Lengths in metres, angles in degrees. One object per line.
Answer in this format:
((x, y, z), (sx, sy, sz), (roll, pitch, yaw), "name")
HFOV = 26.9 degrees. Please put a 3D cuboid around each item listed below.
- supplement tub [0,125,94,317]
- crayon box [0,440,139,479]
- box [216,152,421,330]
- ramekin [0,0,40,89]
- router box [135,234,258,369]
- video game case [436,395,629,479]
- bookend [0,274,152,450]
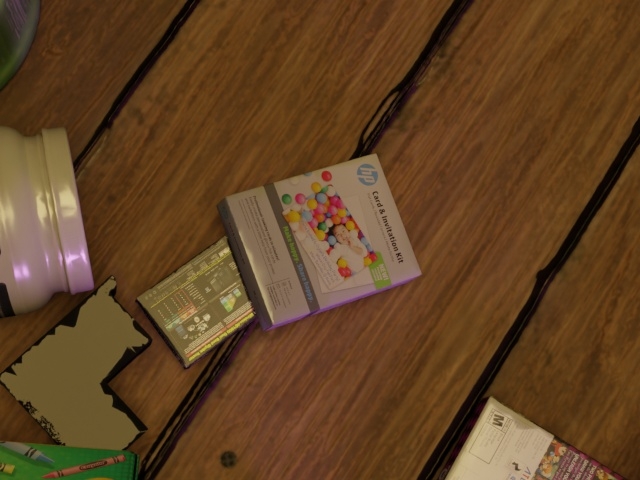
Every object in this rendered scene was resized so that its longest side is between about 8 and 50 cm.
((-0.373, -0.009, 1.324), (0.272, 0.191, 0.191), (-10, 82, -10), "supplement tub")
((-0.321, 0.278, 1.293), (0.278, 0.165, 0.081), (6, 35, -7), "crayon box")
((0.000, 0.000, 1.432), (0.186, 0.038, 0.145), (-17, 82, -26), "box")
((-0.447, -0.277, 1.381), (0.303, 0.148, 0.304), (1, 80, -8), "ramekin")
((-0.121, 0.065, 1.425), (0.122, 0.038, 0.092), (-35, 87, -12), "router box")
((0.210, 0.318, 1.426), (0.210, 0.042, 0.232), (31, 78, -2), "video game case")
((-0.221, 0.147, 1.380), (0.157, 0.072, 0.156), (-43, 89, -13), "bookend")
